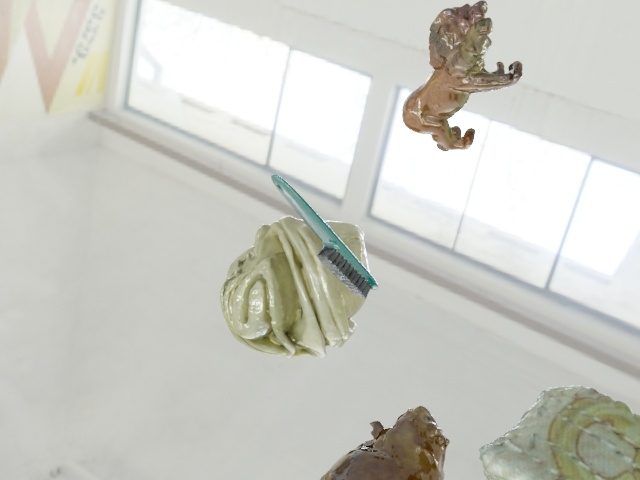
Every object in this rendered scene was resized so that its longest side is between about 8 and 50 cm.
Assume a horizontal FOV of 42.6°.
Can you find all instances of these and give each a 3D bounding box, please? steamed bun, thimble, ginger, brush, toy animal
[{"bbox_3d":[-0.045,0.107,1.521,0.289,0.276,0.203,-9,-147,20],"label":"steamed bun"},{"bbox_3d":[0.259,0.242,0.814,0.143,0.137,0.190,-38,-105,-28],"label":"thimble"},{"bbox_3d":[0.085,0.374,0.934,0.152,0.274,0.358,34,-132,-41],"label":"ginger"},{"bbox_3d":[0.000,0.000,0.959,0.193,0.032,0.043,47,163,-22],"label":"brush"},{"bbox_3d":[0.204,-0.245,1.296,0.157,0.312,0.097,22,-131,-10],"label":"toy animal"}]
